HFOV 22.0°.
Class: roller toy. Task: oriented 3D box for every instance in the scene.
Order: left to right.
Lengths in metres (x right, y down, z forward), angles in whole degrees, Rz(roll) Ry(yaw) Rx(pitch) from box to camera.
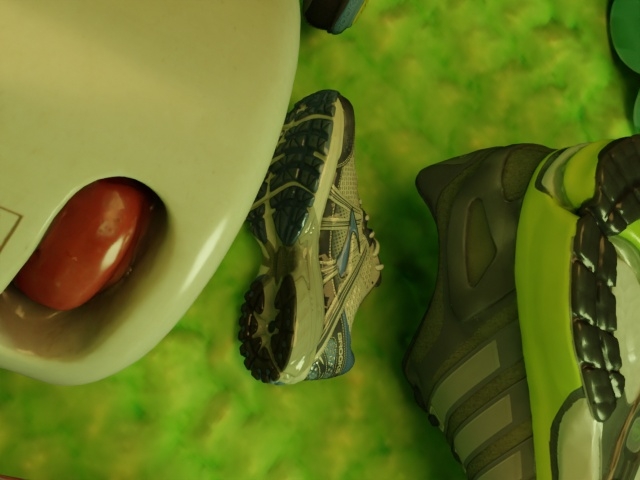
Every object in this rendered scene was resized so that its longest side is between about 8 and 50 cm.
[{"bbox_3d":[-0.112,-0.055,0.592,0.146,0.209,0.191,24,78,-27],"label":"roller toy"}]

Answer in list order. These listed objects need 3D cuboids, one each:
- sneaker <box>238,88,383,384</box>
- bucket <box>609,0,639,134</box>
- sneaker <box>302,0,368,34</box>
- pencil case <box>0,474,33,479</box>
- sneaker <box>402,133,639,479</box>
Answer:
[{"bbox_3d":[0.000,0.000,0.749,0.058,0.052,0.135,13,84,-40],"label":"sneaker"},{"bbox_3d":[0.310,-0.125,0.873,0.281,0.183,0.281,6,79,-32],"label":"bucket"},{"bbox_3d":[-0.010,-0.186,0.761,0.078,0.067,0.188,-8,90,-11],"label":"sneaker"},{"bbox_3d":[-0.118,0.147,0.609,0.284,0.124,0.124,13,77,-29],"label":"pencil case"},{"bbox_3d":[0.104,0.090,0.766,0.111,0.121,0.300,-14,110,-40],"label":"sneaker"}]
